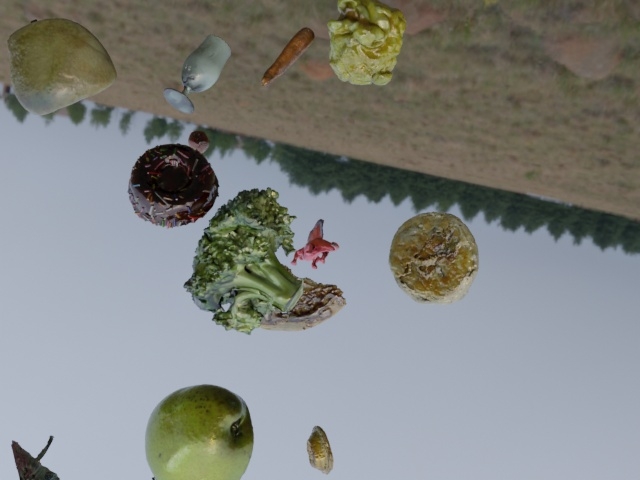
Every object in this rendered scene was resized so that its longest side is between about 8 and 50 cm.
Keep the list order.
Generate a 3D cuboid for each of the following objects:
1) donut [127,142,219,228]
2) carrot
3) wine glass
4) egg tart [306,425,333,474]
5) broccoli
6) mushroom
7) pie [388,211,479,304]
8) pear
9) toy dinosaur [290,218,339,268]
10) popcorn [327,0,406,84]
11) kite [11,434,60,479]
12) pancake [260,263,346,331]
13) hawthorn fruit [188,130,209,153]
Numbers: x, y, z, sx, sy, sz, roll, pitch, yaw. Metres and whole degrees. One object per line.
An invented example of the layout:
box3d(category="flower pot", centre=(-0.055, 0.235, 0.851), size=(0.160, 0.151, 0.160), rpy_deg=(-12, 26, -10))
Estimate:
box3d(category="donut", centre=(-0.371, -0.145, 1.608), size=(0.235, 0.235, 0.089), rpy_deg=(11, 153, -4))
box3d(category="carrot", centre=(-0.103, -0.555, 1.941), size=(0.059, 0.248, 0.059), rpy_deg=(37, 167, 10))
box3d(category="wine glass", centre=(-0.308, -0.426, 1.621), size=(0.092, 0.202, 0.093), rpy_deg=(23, 157, 10))
box3d(category="egg tart", centre=(-0.009, 0.551, 1.669), size=(0.049, 0.129, 0.129), rpy_deg=(-9, -165, -21))
box3d(category="broccoli", centre=(-0.185, 0.061, 1.636), size=(0.338, 0.318, 0.277), rpy_deg=(-30, 169, 17))
box3d(category="mushroom", centre=(-0.757, -0.479, 1.757), size=(0.291, 0.218, 0.212), rpy_deg=(-7, -144, 23))
box3d(category="pie", centre=(0.393, 0.062, 2.228), size=(0.339, 0.339, 0.077), rpy_deg=(15, 178, 22))
box3d(category="pear", centre=(-0.343, 0.561, 1.858), size=(0.238, 0.318, 0.343), rpy_deg=(13, -138, -46))
box3d(category="toy dinosaur", centre=(0.001, -0.006, 1.811), size=(0.070, 0.139, 0.286), rpy_deg=(25, 155, -16))
box3d(category="popcorn", centre=(0.131, -0.606, 1.945), size=(0.241, 0.250, 0.235), rpy_deg=(12, -179, -4))
box3d(category="kite", centre=(-0.596, 0.463, 1.341), size=(0.139, 0.011, 0.157), rpy_deg=(52, -166, -16))
box3d(category="pancake", centre=(-0.086, 0.142, 1.799), size=(0.266, 0.245, 0.057), rpy_deg=(-28, -179, 1))
box3d(category="hawthorn fruit", centre=(-0.400, -0.321, 2.091), size=(0.077, 0.077, 0.077), rpy_deg=(12, -172, -2))
